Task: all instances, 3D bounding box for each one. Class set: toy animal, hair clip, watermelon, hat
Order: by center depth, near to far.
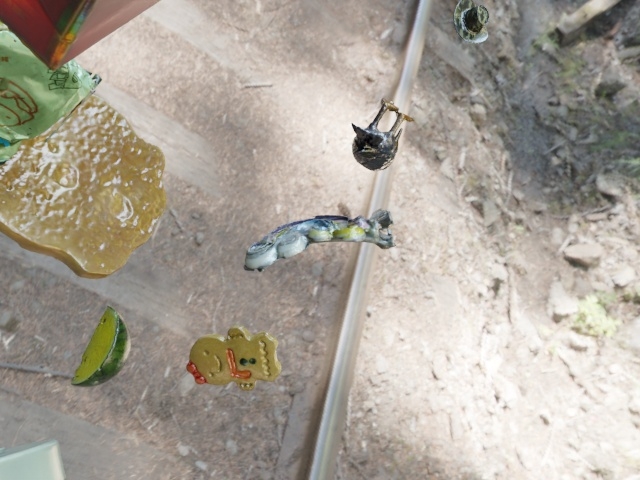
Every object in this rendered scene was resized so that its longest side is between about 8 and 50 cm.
[{"bbox_3d":[0.000,-0.001,0.675,0.172,0.116,0.049,-9,97,3],"label":"hair clip"},{"bbox_3d":[-0.459,0.233,1.257,0.091,0.075,0.182,23,71,-1],"label":"watermelon"},{"bbox_3d":[0.368,-0.528,1.400,0.121,0.050,0.121,8,74,-31],"label":"hat"},{"bbox_3d":[0.157,-0.268,1.569,0.122,0.185,0.298,36,27,10],"label":"toy animal"}]

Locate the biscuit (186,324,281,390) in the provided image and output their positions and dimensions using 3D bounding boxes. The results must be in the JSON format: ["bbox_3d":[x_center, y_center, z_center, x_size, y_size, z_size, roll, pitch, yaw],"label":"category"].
[{"bbox_3d":[-0.204,0.273,1.353,0.036,0.225,0.166,-68,154,-68],"label":"biscuit"}]

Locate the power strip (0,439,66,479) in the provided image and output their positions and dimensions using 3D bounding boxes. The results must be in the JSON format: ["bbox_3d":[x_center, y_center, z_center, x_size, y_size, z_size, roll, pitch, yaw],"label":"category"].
[{"bbox_3d":[-0.542,0.403,0.827,0.357,0.357,0.162,-6,78,-39],"label":"power strip"}]

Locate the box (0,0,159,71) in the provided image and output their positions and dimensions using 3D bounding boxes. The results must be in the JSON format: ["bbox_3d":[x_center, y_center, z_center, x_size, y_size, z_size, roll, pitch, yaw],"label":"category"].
[{"bbox_3d":[-0.083,-0.246,0.356,0.089,0.313,0.197,48,54,-17],"label":"box"}]

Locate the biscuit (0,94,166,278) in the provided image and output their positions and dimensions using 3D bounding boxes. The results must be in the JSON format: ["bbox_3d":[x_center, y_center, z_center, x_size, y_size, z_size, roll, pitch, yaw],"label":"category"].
[{"bbox_3d":[-0.502,-0.128,1.233,0.365,0.062,0.385,36,50,-24],"label":"biscuit"}]

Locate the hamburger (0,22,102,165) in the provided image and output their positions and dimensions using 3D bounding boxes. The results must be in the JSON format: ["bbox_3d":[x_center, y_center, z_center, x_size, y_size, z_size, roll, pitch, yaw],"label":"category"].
[{"bbox_3d":[-0.503,-0.266,0.929,0.260,0.276,0.150,-28,41,-10],"label":"hamburger"}]
